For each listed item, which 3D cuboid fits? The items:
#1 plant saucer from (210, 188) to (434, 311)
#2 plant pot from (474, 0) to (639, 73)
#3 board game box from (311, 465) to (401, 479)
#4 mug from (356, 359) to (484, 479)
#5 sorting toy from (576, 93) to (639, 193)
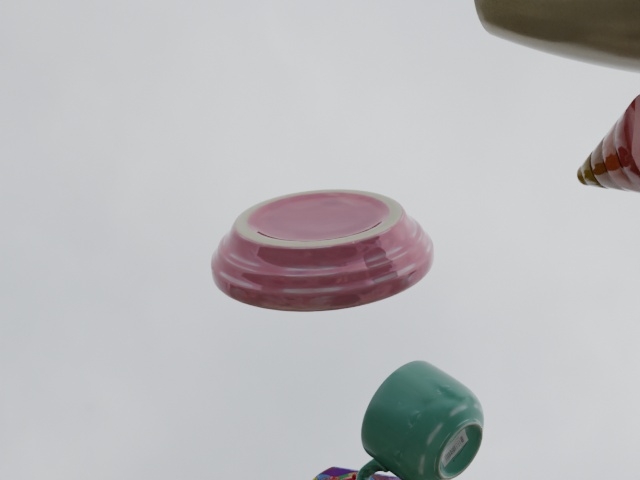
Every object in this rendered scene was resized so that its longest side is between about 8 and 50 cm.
[{"bbox_3d":[0.000,0.000,1.385,0.332,0.332,0.084,-4,-69,5],"label":"plant saucer"},{"bbox_3d":[0.335,-0.320,1.137,0.274,0.256,0.256,6,-42,35],"label":"plant pot"},{"bbox_3d":[0.057,0.346,1.234,0.169,0.133,0.033,9,-53,5],"label":"board game box"},{"bbox_3d":[0.121,0.229,1.077,0.129,0.097,0.157,-3,-66,-44],"label":"mug"},{"bbox_3d":[0.443,-0.080,1.120,0.366,0.127,0.126,5,-17,-33],"label":"sorting toy"}]
